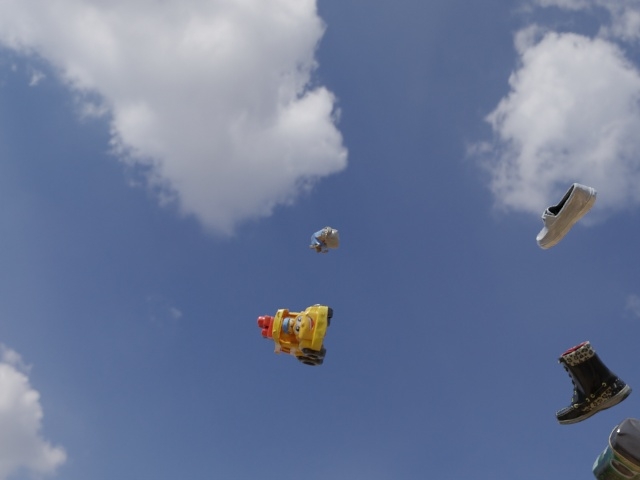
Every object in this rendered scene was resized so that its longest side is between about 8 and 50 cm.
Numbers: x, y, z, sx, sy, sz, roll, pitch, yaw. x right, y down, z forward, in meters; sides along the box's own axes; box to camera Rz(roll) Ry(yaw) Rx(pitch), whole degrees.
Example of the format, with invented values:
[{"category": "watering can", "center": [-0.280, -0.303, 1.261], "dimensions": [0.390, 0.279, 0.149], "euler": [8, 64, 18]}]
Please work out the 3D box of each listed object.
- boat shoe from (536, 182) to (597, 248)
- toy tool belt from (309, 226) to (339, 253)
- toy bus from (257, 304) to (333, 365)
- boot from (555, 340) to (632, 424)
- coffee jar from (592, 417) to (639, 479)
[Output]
[{"category": "boat shoe", "center": [0.518, -0.053, 1.390], "dimensions": [0.063, 0.066, 0.184], "euler": [27, -39, -3]}, {"category": "toy tool belt", "center": [0.000, 0.000, 1.325], "dimensions": [0.051, 0.052, 0.083], "euler": [1, -13, -27]}, {"category": "toy bus", "center": [-0.079, 0.256, 1.835], "dimensions": [0.212, 0.149, 0.220], "euler": [13, -22, 0]}, {"category": "boot", "center": [0.714, 0.398, 1.784], "dimensions": [0.178, 0.085, 0.236], "euler": [54, -48, 10]}, {"category": "coffee jar", "center": [0.597, 0.420, 1.238], "dimensions": [0.096, 0.079, 0.184], "euler": [34, -30, 30]}]
